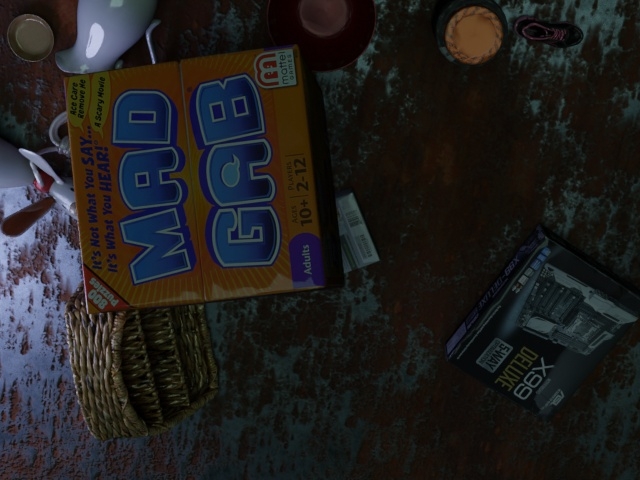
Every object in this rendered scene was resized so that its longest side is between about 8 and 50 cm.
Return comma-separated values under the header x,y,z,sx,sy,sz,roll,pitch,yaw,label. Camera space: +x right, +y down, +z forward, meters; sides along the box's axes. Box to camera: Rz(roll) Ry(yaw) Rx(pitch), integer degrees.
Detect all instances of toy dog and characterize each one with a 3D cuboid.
x,y,z,sx,sy,sz,roll,pitch,yaw,label
-0.562,-0.120,1.763,0.333,0.161,0.220,4,111,2,toy dog

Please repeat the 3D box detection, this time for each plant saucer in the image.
x,y,z,sx,sy,sz,roll,pitch,yaw,label
-0.511,-0.359,1.749,0.083,0.015,0.083,1,110,3,plant saucer

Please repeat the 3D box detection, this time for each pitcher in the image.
x,y,z,sx,sy,sz,roll,pitch,yaw,label
-0.336,-0.365,1.692,0.177,0.125,0.207,18,123,-25,pitcher

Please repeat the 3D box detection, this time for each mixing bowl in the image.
x,y,z,sx,sy,sz,roll,pitch,yaw,label
0.004,-0.381,1.666,0.181,0.098,0.181,1,110,3,mixing bowl

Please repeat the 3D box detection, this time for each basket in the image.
x,y,z,sx,sy,sz,roll,pitch,yaw,label
-0.330,0.215,1.846,0.223,0.213,0.299,-4,110,6,basket

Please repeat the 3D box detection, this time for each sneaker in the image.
x,y,z,sx,sy,sz,roll,pitch,yaw,label
0.390,-0.351,1.677,0.119,0.057,0.047,8,109,-1,sneaker

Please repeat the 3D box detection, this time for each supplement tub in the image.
x,y,z,sx,sy,sz,roll,pitch,yaw,label
0.242,-0.349,1.614,0.117,0.190,0.117,1,111,4,supplement tub

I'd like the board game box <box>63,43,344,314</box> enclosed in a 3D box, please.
x,y,z,sx,sy,sz,roll,pitch,yaw,label
-0.167,-0.080,1.593,0.356,0.356,0.357,-7,87,5,board game box

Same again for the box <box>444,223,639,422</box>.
x,y,z,sx,sy,sz,roll,pitch,yaw,label
0.418,0.159,1.853,0.242,0.076,0.307,33,109,-9,box

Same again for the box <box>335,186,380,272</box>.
x,y,z,sx,sy,sz,roll,pitch,yaw,label
0.000,0.000,1.840,0.186,0.038,0.145,-21,107,10,box
